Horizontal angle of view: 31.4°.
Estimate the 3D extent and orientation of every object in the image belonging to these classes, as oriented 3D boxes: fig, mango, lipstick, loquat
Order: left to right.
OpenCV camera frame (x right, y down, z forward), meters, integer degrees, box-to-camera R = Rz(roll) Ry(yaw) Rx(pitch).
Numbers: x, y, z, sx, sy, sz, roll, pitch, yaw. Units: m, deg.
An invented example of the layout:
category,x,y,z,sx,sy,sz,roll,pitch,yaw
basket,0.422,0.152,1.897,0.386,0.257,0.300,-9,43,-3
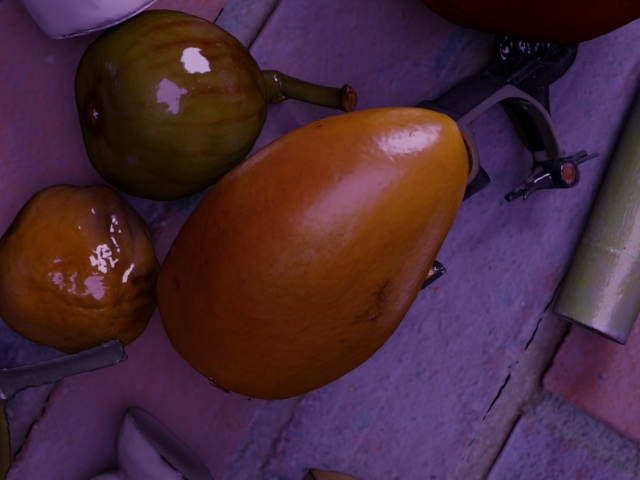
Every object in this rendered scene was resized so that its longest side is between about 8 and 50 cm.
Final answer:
category,x,y,z,sx,sy,sz,roll,pitch,yaw
loquat,-0.187,0.021,0.877,0.137,0.113,0.137,-1,78,3
fig,-0.097,-0.116,0.880,0.186,0.148,0.142,-36,103,-44
mango,0.000,0.000,0.840,0.187,0.138,0.257,25,120,-17
lipstick,0.293,-0.062,1.005,0.076,0.076,0.304,24,89,-14

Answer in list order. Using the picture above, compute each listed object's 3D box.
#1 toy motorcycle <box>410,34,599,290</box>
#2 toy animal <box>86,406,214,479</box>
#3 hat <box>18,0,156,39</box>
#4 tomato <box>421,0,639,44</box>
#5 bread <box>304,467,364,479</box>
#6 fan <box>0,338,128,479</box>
category,x,y,z,sx,sy,sz,roll,pitch,yaw
toy motorcycle,0.122,-0.075,0.956,0.263,0.091,0.157,-34,109,-7
toy animal,-0.179,0.252,0.893,0.221,0.104,0.131,-46,104,-7
hat,-0.181,-0.226,0.834,0.203,0.203,0.126,-30,121,-10
tomato,0.179,-0.317,0.842,0.293,0.290,0.325,-20,83,-11
bread,0.038,0.337,0.926,0.163,0.167,0.264,18,93,-15
fan,-0.302,0.130,0.852,0.335,0.011,0.229,-16,108,7
